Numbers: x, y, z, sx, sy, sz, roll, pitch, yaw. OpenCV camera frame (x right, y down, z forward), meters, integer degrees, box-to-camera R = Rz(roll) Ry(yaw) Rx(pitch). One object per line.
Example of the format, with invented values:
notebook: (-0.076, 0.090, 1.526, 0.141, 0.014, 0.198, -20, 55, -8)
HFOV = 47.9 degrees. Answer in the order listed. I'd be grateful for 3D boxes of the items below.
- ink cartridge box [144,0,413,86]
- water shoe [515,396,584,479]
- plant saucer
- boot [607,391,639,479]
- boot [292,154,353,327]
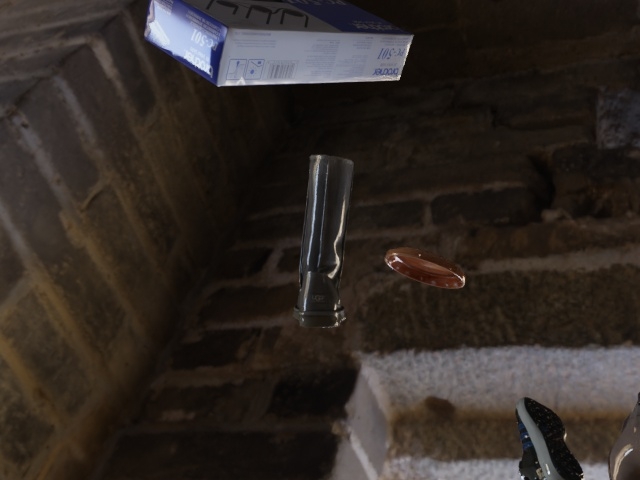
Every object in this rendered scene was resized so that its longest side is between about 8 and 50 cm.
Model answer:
ink cartridge box: (-0.027, -0.166, 0.588, 0.097, 0.207, 0.046, 37, 124, 33)
water shoe: (0.295, 0.290, 0.992, 0.073, 0.203, 0.080, 28, 108, -4)
plant saucer: (0.106, 0.026, 0.724, 0.083, 0.013, 0.083, 20, 166, 5)
boot: (0.332, 0.205, 0.732, 0.042, 0.118, 0.087, 18, 146, 2)
boot: (0.002, 0.000, 0.923, 0.076, 0.208, 0.189, -2, 179, -6)
